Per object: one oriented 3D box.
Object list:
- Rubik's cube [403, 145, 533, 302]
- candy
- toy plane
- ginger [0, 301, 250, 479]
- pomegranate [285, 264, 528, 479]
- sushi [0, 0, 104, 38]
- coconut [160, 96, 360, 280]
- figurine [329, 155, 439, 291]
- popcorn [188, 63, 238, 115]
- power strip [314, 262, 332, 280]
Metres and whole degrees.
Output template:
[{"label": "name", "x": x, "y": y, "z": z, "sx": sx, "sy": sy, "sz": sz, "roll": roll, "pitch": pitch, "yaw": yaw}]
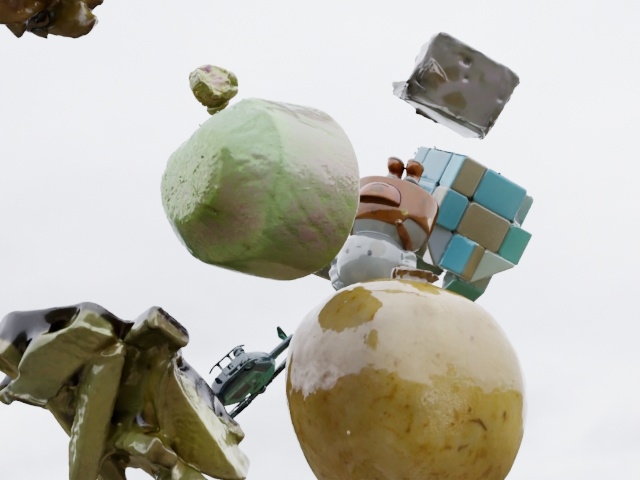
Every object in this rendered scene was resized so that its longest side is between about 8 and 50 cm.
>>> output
[{"label": "Rubik's cube", "x": 0.213, "y": -0.026, "z": 1.700, "sx": 0.224, "sy": 0.213, "sz": 0.265, "roll": 26, "pitch": 1, "yaw": -20}, {"label": "candy", "x": 0.227, "y": -0.265, "z": 1.743, "sx": 0.185, "sy": 0.137, "sz": 0.195, "roll": 27, "pitch": 6, "yaw": -2}, {"label": "toy plane", "x": -0.101, "y": 0.212, "z": 1.700, "sx": 0.096, "sy": 0.235, "sz": 0.060, "roll": 55, "pitch": -11, "yaw": -32}, {"label": "ginger", "x": -0.314, "y": 0.259, "z": 1.485, "sx": 0.413, "sy": 0.211, "sz": 0.358, "roll": 9, "pitch": -37, "yaw": 10}, {"label": "pomegranate", "x": 0.094, "y": 0.187, "z": 1.175, "sx": 0.307, "sy": 0.307, "sz": 0.307, "roll": 3, "pitch": -25, "yaw": 1}, {"label": "sushi", "x": -0.280, "y": -0.266, "z": 0.856, "sx": 0.204, "sy": 0.200, "sz": 0.213, "roll": 11, "pitch": -9, "yaw": 43}, {"label": "coconut", "x": -0.057, "y": -0.058, "z": 1.189, "sx": 0.236, "sy": 0.236, "sz": 0.205, "roll": 29, "pitch": -3, "yaw": -43}, {"label": "figurine", "x": 0.089, "y": 0.004, "z": 1.486, "sx": 0.143, "sy": 0.271, "sz": 0.143, "roll": 12, "pitch": -10, "yaw": 2}, {"label": "popcorn", "x": -0.227, "y": -0.318, "z": 2.108, "sx": 0.097, "sy": 0.109, "sz": 0.089, "roll": -26, "pitch": -27, "yaw": -47}, {"label": "power strip", "x": 0.000, "y": 0.000, "z": 2.051, "sx": 0.076, "sy": 0.028, "sz": 0.169, "roll": 19, "pitch": -55, "yaw": 33}]
